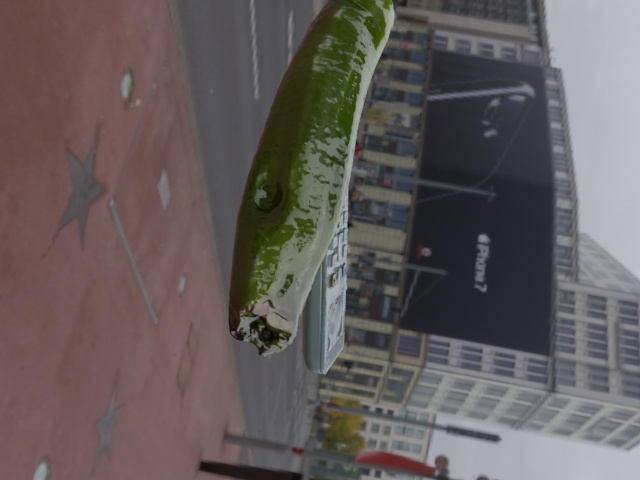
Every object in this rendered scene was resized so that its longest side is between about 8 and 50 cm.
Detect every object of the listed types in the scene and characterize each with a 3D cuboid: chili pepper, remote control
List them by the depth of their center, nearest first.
[{"bbox_3d":[-0.005,-0.045,0.361,0.050,0.052,0.201,-21,-130,63],"label":"chili pepper"},{"bbox_3d":[0.000,0.000,0.473,0.061,0.029,0.162,-30,122,-72],"label":"remote control"}]
